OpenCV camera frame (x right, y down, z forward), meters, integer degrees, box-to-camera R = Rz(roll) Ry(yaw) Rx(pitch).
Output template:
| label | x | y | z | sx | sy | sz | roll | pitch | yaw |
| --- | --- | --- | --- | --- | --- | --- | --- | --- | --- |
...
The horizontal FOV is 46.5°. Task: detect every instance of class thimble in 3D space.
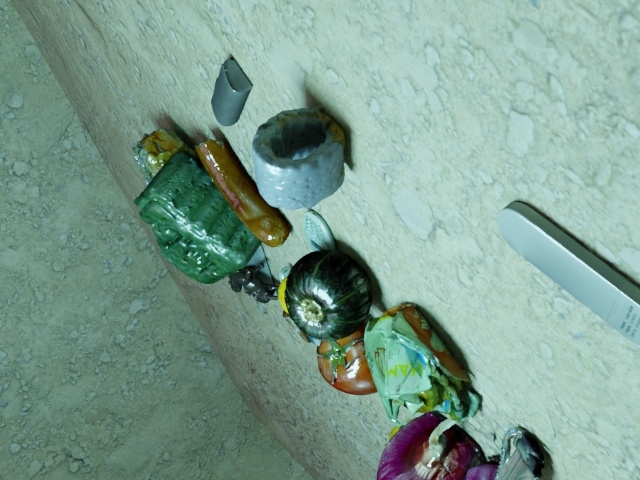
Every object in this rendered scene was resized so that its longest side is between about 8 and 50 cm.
| label | x | y | z | sx | sy | sz | roll | pitch | yaw |
| --- | --- | --- | --- | --- | --- | --- | --- | --- | --- |
| thimble | -0.036 | -0.131 | 1.209 | 0.127 | 0.151 | 0.117 | 54 | 160 | 30 |

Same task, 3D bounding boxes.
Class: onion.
| label | x | y | z | sx | sy | sz | roll | pitch | yaw |
| --- | --- | --- | --- | --- | --- | --- | --- | --- | --- |
| onion | 0.341 | 0.469 | 1.447 | 0.115 | 0.115 | 0.104 | 89 | -175 | -59 |
| onion | 0.230 | 0.522 | 1.591 | 0.272 | 0.230 | 0.256 | 51 | 163 | -15 |

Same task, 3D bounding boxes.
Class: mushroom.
| label | x | y | z | sx | sy | sz | roll | pitch | yaw |
| --- | --- | --- | --- | --- | --- | --- | --- | --- | --- |
| mushroom | -0.053 | 0.225 | 2.021 | 0.123 | 0.052 | 0.123 | 50 | 168 | 14 |

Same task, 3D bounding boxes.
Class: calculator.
| label | x | y | z | sx | sy | sz | roll | pitch | yaw |
| --- | --- | --- | --- | --- | --- | --- | --- | --- | --- |
| calculator | 0.000 | 0.000 | 1.552 | 0.095 | 0.021 | 0.153 | 38 | 155 | 40 |

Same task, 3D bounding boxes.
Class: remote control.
| label | x | y | z | sx | sy | sz | roll | pitch | yaw |
| --- | --- | --- | --- | --- | --- | --- | --- | --- | --- |
| remote control | 0.307 | 0.039 | 0.884 | 0.245 | 0.022 | 0.077 | 43 | 160 | 29 |

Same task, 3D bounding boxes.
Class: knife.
| label | x | y | z | sx | sy | sz | roll | pitch | yaw |
| --- | --- | --- | --- | --- | --- | --- | --- | --- | --- |
| knife | 0.325 | 0.481 | 1.374 | 0.089 | 0.043 | 0.365 | 46 | 133 | 38 |

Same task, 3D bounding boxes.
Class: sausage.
| label | x | y | z | sx | sy | sz | roll | pitch | yaw |
| --- | --- | --- | --- | --- | --- | --- | --- | --- | --- |
| sausage | -0.178 | -0.108 | 1.706 | 0.302 | 0.076 | 0.103 | 53 | 163 | 3 |

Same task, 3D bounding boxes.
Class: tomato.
| label | x | y | z | sx | sy | sz | roll | pitch | yaw |
| --- | --- | --- | --- | --- | --- | --- | --- | --- | --- |
| tomato | 0.083 | 0.256 | 1.601 | 0.167 | 0.167 | 0.167 | 46 | 160 | 23 |

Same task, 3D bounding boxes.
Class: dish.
| label | x | y | z | sx | sy | sz | roll | pitch | yaw |
| --- | --- | --- | --- | --- | --- | --- | --- | --- | --- |
| dish | -0.221 | 0.063 | 2.102 | 0.182 | 0.080 | 0.243 | 40 | 156 | 37 |

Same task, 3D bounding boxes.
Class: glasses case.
| label | x | y | z | sx | sy | sz | roll | pitch | yaw |
| --- | --- | --- | --- | --- | --- | --- | --- | --- | --- |
| glasses case | -0.180 | -0.287 | 1.467 | 0.072 | 0.042 | 0.190 | 61 | 162 | 3 |

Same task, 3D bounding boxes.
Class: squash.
| label | x | y | z | sx | sy | sz | roll | pitch | yaw |
| --- | --- | --- | --- | --- | --- | --- | --- | --- | --- |
| squash | 0.016 | 0.111 | 1.491 | 0.193 | 0.156 | 0.193 | 4 | 99 | 31 |

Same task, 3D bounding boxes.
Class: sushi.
| label | x | y | z | sx | sy | sz | roll | pitch | yaw |
| --- | --- | --- | --- | --- | --- | --- | --- | --- | --- |
| sushi | -0.396 | -0.182 | 2.002 | 0.184 | 0.139 | 0.274 | 39 | 156 | 43 |

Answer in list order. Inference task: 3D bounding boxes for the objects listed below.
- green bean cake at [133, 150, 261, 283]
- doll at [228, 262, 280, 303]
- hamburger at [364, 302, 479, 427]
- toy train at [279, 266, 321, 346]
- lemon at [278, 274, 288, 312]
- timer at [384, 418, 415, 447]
| label | x | y | z | sx | sy | sz | roll | pitch | yaw |
| --- | --- | --- | --- | --- | --- | --- | --- | --- | --- |
| green bean cake | -0.316 | -0.038 | 1.855 | 0.300 | 0.169 | 0.308 | 40 | 151 | -13 |
| doll | -0.185 | 0.120 | 2.027 | 0.139 | 0.057 | 0.165 | 43 | 142 | -18 |
| hamburger | 0.162 | 0.259 | 1.414 | 0.276 | 0.151 | 0.261 | 58 | 162 | -14 |
| toy train | -0.038 | 0.166 | 1.886 | 0.051 | 0.052 | 0.233 | 21 | 142 | 54 |
| lemon | -0.037 | 0.124 | 1.716 | 0.114 | 0.114 | 0.155 | 58 | 156 | -10 |
| timer | 0.218 | 0.478 | 1.781 | 0.107 | 0.109 | 0.107 | 36 | -175 | -4 |
